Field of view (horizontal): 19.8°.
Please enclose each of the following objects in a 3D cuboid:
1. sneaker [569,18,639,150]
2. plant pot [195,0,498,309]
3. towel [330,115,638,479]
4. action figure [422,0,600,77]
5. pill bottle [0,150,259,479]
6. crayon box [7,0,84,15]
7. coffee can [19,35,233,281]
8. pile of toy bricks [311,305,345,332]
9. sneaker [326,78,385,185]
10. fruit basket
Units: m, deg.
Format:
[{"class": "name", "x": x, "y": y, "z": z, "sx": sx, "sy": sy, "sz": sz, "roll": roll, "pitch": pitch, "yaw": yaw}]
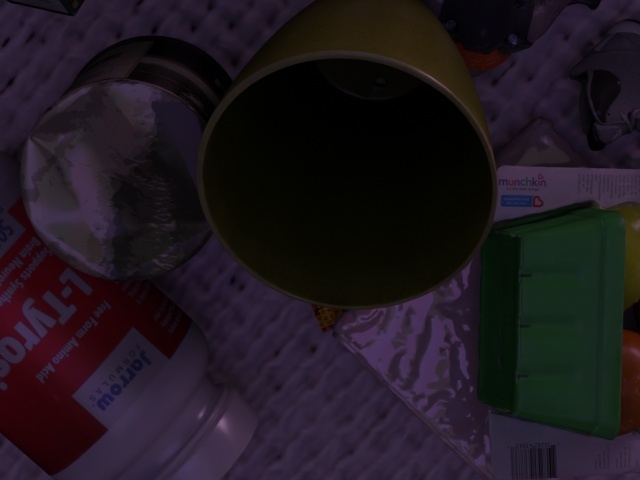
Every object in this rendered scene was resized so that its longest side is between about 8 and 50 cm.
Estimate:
[{"class": "sneaker", "x": 0.350, "y": -0.115, "z": 1.931, "sx": 0.132, "sy": 0.086, "sz": 0.229, "roll": -38, "pitch": 73, "yaw": -16}, {"class": "plant pot", "x": 0.038, "y": -0.130, "z": 1.775, "sx": 0.274, "sy": 0.293, "sz": 0.275, "roll": 3, "pitch": 124, "yaw": 5}, {"class": "towel", "x": 0.231, "y": 0.086, "z": 2.012, "sx": 0.317, "sy": 0.053, "sz": 0.332, "roll": 45, "pitch": 86, "yaw": -9}, {"class": "action figure", "x": 0.131, "y": -0.302, "z": 1.865, "sx": 0.341, "sy": 0.178, "sz": 0.330, "roll": 7, "pitch": 132, "yaw": 4}, {"class": "pill bottle", "x": -0.271, "y": 0.116, "z": 1.969, "sx": 0.407, "sy": 0.229, "sz": 0.229, "roll": 43, "pitch": 101, "yaw": -10}, {"class": "crayon box", "x": -0.269, "y": -0.447, "z": 1.714, "sx": 0.106, "sy": 0.363, "sz": 0.313, "roll": 16, "pitch": 66, "yaw": 33}, {"class": "coffee can", "x": -0.186, "y": -0.090, "z": 1.888, "sx": 0.201, "sy": 0.275, "sz": 0.201, "roll": 0, "pitch": 105, "yaw": 2}, {"class": "pile of toy bricks", "x": 0.000, "y": 0.000, "z": 1.997, "sx": 0.118, "sy": 0.105, "sz": 0.212, "roll": -22, "pitch": 103, "yaw": 6}, {"class": "sneaker", "x": -0.010, "y": -0.084, "z": 1.933, "sx": 0.153, "sy": 0.094, "sz": 0.235, "roll": 13, "pitch": 63, "yaw": 3}, {"class": "fruit basket", "x": 0.337, "y": 0.084, "z": 1.946, "sx": 0.353, "sy": 0.165, "sz": 0.327, "roll": -1, "pitch": 94, "yaw": -24}]
